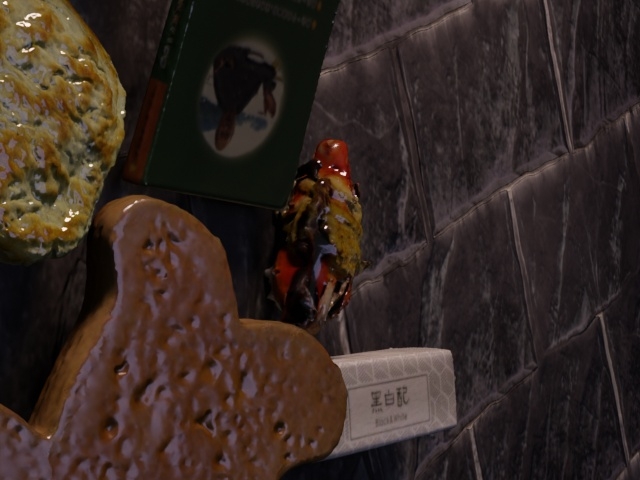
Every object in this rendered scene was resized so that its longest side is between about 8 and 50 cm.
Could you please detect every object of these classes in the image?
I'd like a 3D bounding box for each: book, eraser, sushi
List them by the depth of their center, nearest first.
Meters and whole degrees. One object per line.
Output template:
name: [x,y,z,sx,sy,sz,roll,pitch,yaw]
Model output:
book: [-0.061,-0.218,1.668,0.260,0.043,0.371,11,97,-61]
eraser: [0.013,0.169,1.813,0.404,0.096,0.098,-2,88,-60]
sushi: [-0.001,0.001,1.818,0.097,0.103,0.226,24,65,-27]

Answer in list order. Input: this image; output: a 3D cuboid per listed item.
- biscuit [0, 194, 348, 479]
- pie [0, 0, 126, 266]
biscuit: [-0.164,0.176,1.472,0.368,0.076,0.394,47,56,-30]
pie: [-0.252,-0.106,1.409,0.201,0.090,0.248,43,49,-35]
